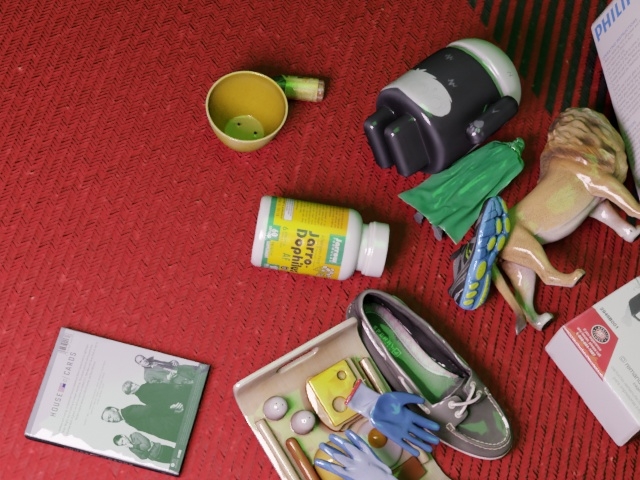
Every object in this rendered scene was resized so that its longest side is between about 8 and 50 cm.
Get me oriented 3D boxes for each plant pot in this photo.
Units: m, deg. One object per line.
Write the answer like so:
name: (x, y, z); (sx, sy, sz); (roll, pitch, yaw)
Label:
plant pot: (-0.125, -0.200, 2.039); (0.134, 0.095, 0.134); (3, 65, -6)

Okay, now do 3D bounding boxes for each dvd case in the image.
dvd case: (-0.305, 0.243, 1.854); (0.238, 0.029, 0.179); (14, 65, 1)

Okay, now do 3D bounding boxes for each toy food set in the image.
toy food set: (0.040, 0.293, 1.815); (0.219, 0.092, 0.306); (-29, 83, -17)

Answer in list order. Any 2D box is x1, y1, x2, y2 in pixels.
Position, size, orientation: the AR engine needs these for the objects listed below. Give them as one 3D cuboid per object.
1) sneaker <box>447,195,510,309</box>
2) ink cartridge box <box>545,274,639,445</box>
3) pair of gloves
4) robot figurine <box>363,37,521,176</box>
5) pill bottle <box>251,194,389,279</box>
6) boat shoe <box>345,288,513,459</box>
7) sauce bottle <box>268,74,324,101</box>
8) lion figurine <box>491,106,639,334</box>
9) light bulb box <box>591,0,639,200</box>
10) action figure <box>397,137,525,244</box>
sneaker: (0.246, 0.016, 1.957); (0.067, 0.188, 0.078); (6, 17, -41)
ink cartridge box: (0.530, 0.163, 1.937); (0.272, 0.114, 0.197); (-30, 72, -19)
pair of gloves: (0.086, 0.297, 1.781); (0.159, 0.023, 0.198); (33, 61, -8)
robot figurine: (0.206, -0.218, 2.038); (0.278, 0.174, 0.209); (-36, 73, -21)
pill bottle: (0.000, 0.000, 1.950); (0.208, 0.117, 0.118); (10, 65, -3)
boat shoe: (0.166, 0.205, 1.887); (0.335, 0.095, 0.112); (43, 69, 13)
sauce bottle: (-0.057, -0.264, 2.105); (0.128, 0.042, 0.042); (6, 65, -6)
lion figurine: (0.380, -0.044, 2.005); (0.392, 0.142, 0.240); (-40, 69, -17)
light bulb box: (0.694, -0.265, 2.058); (0.357, 0.225, 0.361); (0, 65, -20)
action figure: (0.260, -0.097, 2.050); (0.232, 0.063, 0.137); (-39, 66, -16)
